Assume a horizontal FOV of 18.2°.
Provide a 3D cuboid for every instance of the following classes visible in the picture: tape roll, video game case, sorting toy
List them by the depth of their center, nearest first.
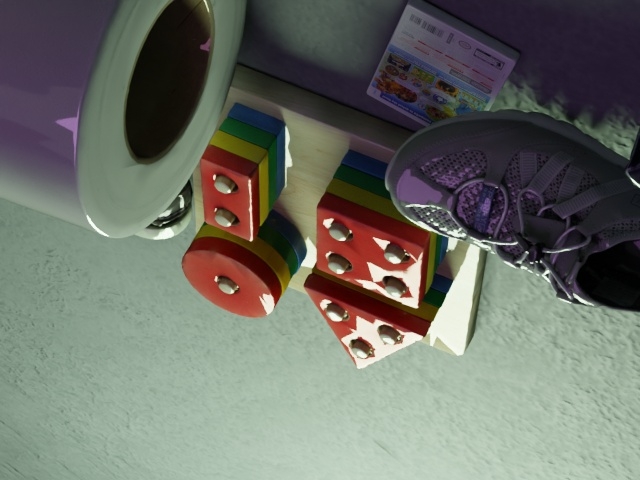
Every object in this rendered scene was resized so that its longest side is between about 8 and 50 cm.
[{"bbox_3d":[-0.179,-0.140,1.410,0.169,0.246,0.246,20,148,18],"label":"tape roll"},{"bbox_3d":[0.087,-0.120,1.441,0.087,0.011,0.122,28,149,1],"label":"video game case"},{"bbox_3d":[0.000,0.000,1.615,0.257,0.089,0.255,22,149,13],"label":"sorting toy"}]

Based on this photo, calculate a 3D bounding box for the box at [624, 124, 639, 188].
[{"bbox_3d":[0.404,-0.046,1.069,0.343,0.179,0.312,-22,121,42],"label":"box"}]

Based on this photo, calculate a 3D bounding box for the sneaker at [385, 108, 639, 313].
[{"bbox_3d":[0.174,-0.014,1.400,0.281,0.115,0.105,14,123,16],"label":"sneaker"}]

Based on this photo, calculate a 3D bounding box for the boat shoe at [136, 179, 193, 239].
[{"bbox_3d":[-0.216,-0.072,1.709,0.228,0.081,0.068,17,144,8],"label":"boat shoe"}]
